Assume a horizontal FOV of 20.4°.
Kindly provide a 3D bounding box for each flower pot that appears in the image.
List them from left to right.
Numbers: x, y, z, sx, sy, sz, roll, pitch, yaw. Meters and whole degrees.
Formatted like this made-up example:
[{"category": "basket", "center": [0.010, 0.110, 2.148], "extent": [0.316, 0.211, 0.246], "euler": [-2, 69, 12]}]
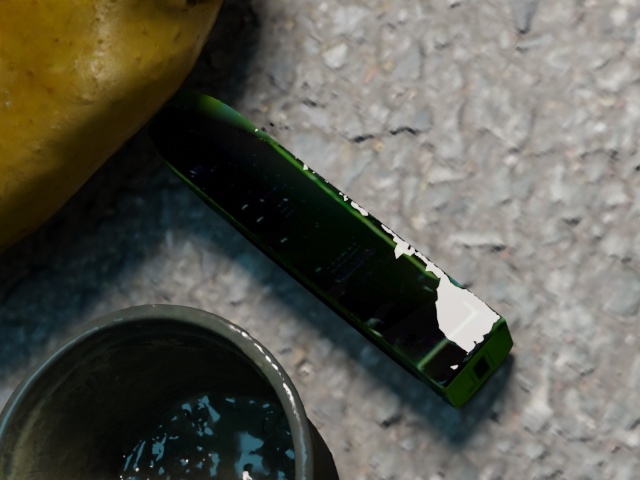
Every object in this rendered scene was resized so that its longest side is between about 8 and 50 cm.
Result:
[{"category": "flower pot", "center": [-0.061, 0.118, 0.810], "extent": [0.157, 0.107, 0.157], "euler": [-6, 70, 18]}]

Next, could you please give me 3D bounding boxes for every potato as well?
[{"category": "potato", "center": [-0.161, -0.104, 0.891], "extent": [0.195, 0.176, 0.369], "euler": [40, 101, 9]}]

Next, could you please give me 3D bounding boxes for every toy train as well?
[{"category": "toy train", "center": [0.000, 0.000, 0.853], "extent": [0.209, 0.042, 0.044], "euler": [39, 81, 27]}]
